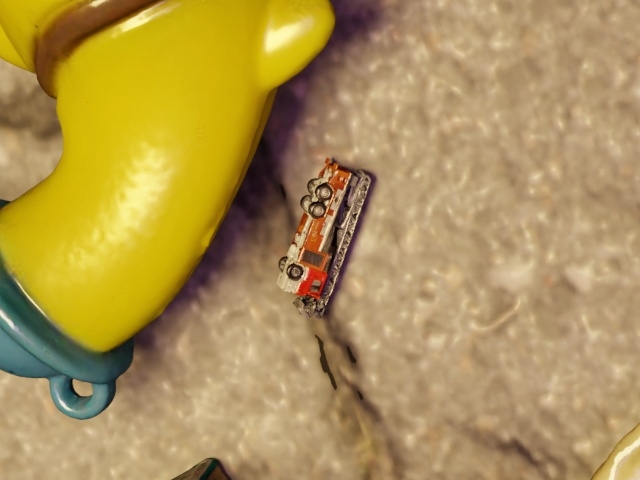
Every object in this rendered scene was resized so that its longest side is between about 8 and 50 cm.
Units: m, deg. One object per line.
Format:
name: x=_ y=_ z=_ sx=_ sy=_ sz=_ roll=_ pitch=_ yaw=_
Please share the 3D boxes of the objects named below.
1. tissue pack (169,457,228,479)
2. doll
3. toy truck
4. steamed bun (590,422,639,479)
tissue pack: x=-0.096 y=0.186 z=0.985 sx=0.120 sy=0.169 sz=0.082 roll=-30 pitch=94 yaw=11
doll: x=-0.093 y=-0.084 z=0.967 sx=0.199 sy=0.145 sz=0.363 roll=14 pitch=102 yaw=22
toy truck: x=0.000 y=0.000 z=1.019 sx=0.032 sy=0.024 sz=0.083 roll=18 pitch=97 yaw=-22
steamed bun: x=0.276 y=0.150 z=0.915 sx=0.189 sy=0.247 sz=0.428 roll=28 pitch=97 yaw=-40
